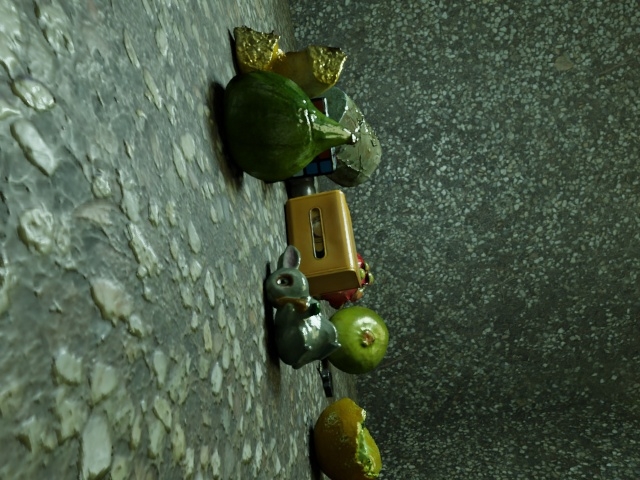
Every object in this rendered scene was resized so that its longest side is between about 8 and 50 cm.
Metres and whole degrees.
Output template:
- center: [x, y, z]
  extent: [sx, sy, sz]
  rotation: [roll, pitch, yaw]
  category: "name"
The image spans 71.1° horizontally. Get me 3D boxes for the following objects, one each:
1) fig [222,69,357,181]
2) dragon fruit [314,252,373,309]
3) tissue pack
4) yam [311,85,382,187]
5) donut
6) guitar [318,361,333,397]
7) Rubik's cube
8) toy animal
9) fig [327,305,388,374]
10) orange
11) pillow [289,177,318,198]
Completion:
- center: [-0.053, -0.214, 0.817]
  extent: [0.203, 0.234, 0.204]
  rotation: [-5, 90, -84]
  category: "fig"
- center: [0.081, 0.152, 1.770]
  extent: [0.227, 0.243, 0.307]
  rotation: [42, -2, 15]
  category: "dragon fruit"
- center: [0.005, 0.009, 1.337]
  extent: [0.145, 0.194, 0.275]
  rotation: [73, 8, -61]
  category: "tissue pack"
- center: [0.040, -0.314, 1.408]
  extent: [0.348, 0.240, 0.241]
  rotation: [28, 48, -55]
  category: "yam"
- center: [-0.080, -0.400, 1.053]
  extent: [0.152, 0.258, 0.101]
  rotation: [145, -50, -76]
  category: "donut"
- center: [0.017, 0.474, 1.561]
  extent: [0.233, 0.025, 0.088]
  rotation: [75, 8, -52]
  category: "guitar"
- center: [-0.059, -0.255, 1.137]
  extent: [0.182, 0.183, 0.187]
  rotation: [-84, 163, -75]
  category: "Rubik's cube"
- center: [-0.061, 0.125, 0.912]
  extent: [0.252, 0.127, 0.125]
  rotation: [67, 10, 26]
  category: "toy animal"
- center: [0.125, 0.390, 1.749]
  extent: [0.326, 0.257, 0.259]
  rotation: [117, -34, -69]
  category: "fig"
- center: [0.061, 0.521, 1.152]
  extent: [0.179, 0.158, 0.237]
  rotation: [-104, 177, -46]
  category: "orange"
- center: [-0.063, -0.234, 1.621]
  extent: [0.326, 0.101, 0.229]
  rotation: [17, 62, -83]
  category: "pillow"
